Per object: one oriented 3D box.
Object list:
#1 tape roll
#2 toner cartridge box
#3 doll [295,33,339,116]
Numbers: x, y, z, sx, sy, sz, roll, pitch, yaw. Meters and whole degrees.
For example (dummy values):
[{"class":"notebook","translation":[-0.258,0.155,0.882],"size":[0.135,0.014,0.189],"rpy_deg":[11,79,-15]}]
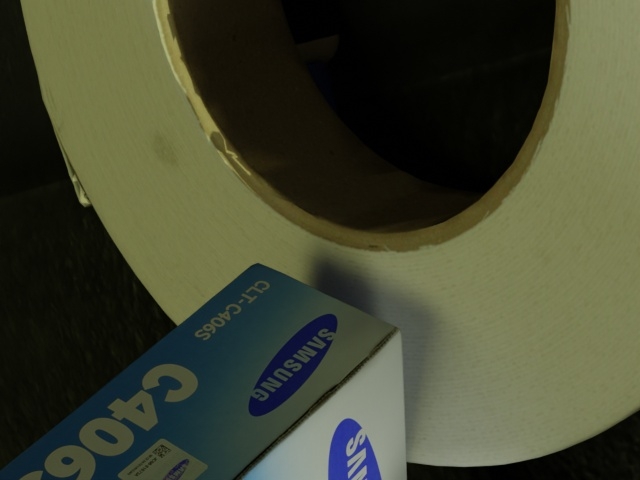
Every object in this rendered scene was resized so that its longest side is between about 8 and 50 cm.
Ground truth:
[{"class":"tape roll","translation":[0.026,-0.103,0.684],"size":[0.392,0.072,0.392],"rpy_deg":[19,119,39]},{"class":"toner cartridge box","translation":[-0.038,0.195,0.732],"size":[0.075,0.165,0.348],"rpy_deg":[24,137,30]},{"class":"doll","translation":[0.000,0.000,0.833],"size":[0.129,0.046,0.189],"rpy_deg":[3,109,53]}]
